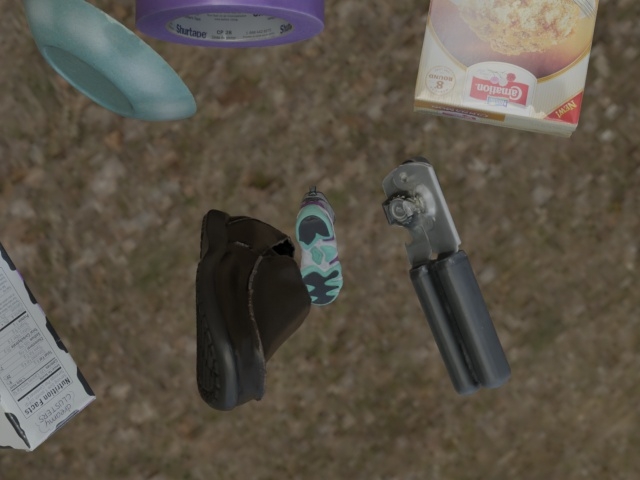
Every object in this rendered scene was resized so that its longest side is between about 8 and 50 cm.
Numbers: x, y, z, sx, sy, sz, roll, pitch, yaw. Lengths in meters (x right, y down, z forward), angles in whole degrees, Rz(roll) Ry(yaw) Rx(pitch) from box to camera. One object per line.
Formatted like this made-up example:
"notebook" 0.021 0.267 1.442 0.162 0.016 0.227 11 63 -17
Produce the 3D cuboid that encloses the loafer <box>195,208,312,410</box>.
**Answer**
"loafer" -0.044 0.038 1.056 0.078 0.220 0.080 1 118 -3

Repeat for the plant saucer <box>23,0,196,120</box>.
"plant saucer" -0.204 -0.161 1.439 0.037 0.195 0.195 -56 151 -13

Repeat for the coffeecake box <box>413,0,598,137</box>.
"coffeecake box" 0.165 -0.194 1.355 0.068 0.142 0.185 60 40 -84

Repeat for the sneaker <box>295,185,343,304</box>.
"sneaker" 0.000 0.000 1.314 0.038 0.069 0.098 0 125 3

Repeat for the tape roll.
"tape roll" -0.090 -0.249 1.547 0.189 0.080 0.189 0 174 0

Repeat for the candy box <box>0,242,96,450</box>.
"candy box" -0.280 0.062 1.176 0.070 0.196 0.165 -40 -161 -35

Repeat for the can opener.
"can opener" 0.155 0.036 1.831 0.076 0.283 0.095 -20 -177 37
